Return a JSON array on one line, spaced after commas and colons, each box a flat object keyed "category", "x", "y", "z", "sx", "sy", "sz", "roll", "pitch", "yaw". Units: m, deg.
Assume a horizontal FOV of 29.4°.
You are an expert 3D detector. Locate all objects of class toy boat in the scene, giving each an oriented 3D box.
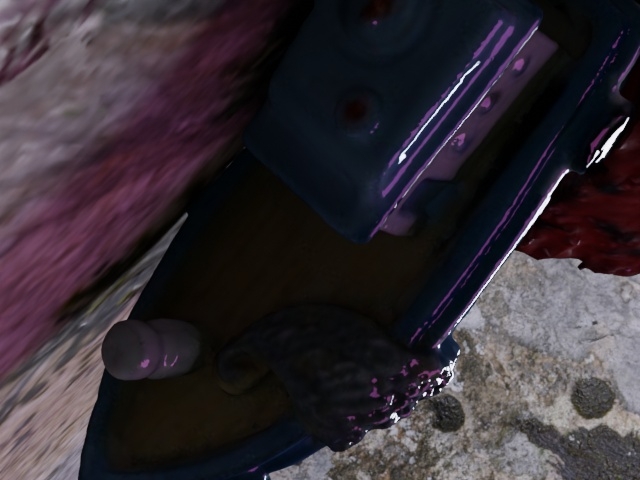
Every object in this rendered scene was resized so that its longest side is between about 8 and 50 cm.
[{"category": "toy boat", "x": 0.000, "y": 0.000, "z": 0.395, "sx": 0.238, "sy": 0.109, "sz": 0.098, "roll": -52, "pitch": 154, "yaw": 16}]

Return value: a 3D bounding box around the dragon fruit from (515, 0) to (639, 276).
[{"category": "dragon fruit", "x": 0.224, "y": -0.044, "z": 0.521, "sx": 0.240, "sy": 0.330, "sz": 0.302, "roll": -44, "pitch": -157, "yaw": 36}]
